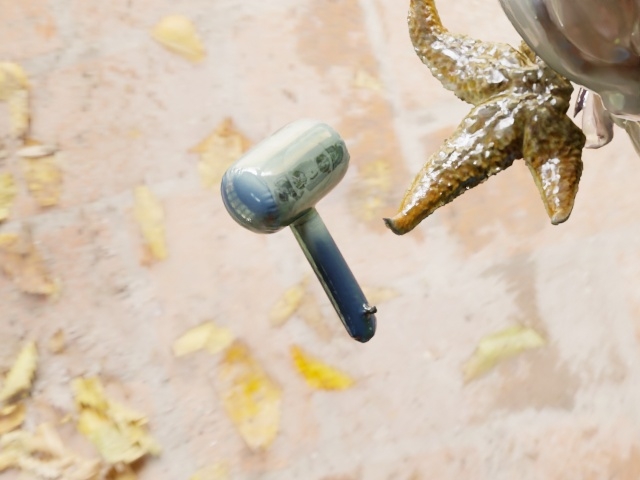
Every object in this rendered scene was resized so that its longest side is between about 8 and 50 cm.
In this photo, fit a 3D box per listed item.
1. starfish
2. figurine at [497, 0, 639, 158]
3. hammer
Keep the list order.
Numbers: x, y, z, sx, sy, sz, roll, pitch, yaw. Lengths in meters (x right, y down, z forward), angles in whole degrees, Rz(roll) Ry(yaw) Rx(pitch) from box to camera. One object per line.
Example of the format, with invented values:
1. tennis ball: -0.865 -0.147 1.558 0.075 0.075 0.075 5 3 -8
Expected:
1. starfish: 0.120 -0.112 1.236 0.138 0.050 0.247 2 63 5
2. figurine: 0.227 -0.170 1.159 0.211 0.361 0.253 2 63 22
3. hammer: 0.000 0.000 1.450 0.069 0.116 0.194 -12 112 49
